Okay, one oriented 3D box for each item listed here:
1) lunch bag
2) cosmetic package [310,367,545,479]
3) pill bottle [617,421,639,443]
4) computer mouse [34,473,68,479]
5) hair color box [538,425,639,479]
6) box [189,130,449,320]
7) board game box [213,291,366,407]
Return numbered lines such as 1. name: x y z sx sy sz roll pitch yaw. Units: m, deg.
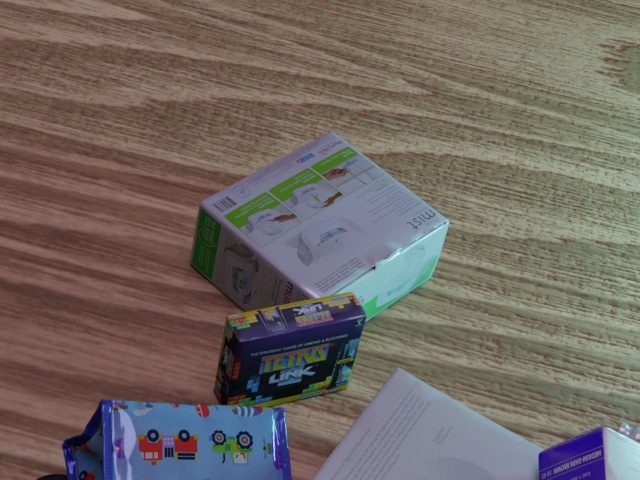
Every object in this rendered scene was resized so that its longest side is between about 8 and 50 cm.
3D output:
1. lunch bag: -0.143 0.333 1.486 0.221 0.138 0.293 6 58 -29
2. cosmetic package: 0.118 0.304 1.574 0.225 0.138 0.224 30 45 14
3. pill bottle: 0.416 0.264 1.757 0.083 0.043 0.043 29 46 14
4. computer mouse: -0.271 0.357 1.479 0.184 0.060 0.262 17 44 5
5. hair color box: 0.334 0.391 1.467 0.185 0.110 0.338 27 48 -30
6. box: 0.000 0.000 1.863 0.231 0.126 0.262 39 49 23
7. board game box: -0.038 0.140 1.700 0.170 0.141 0.048 -10 48 -22
